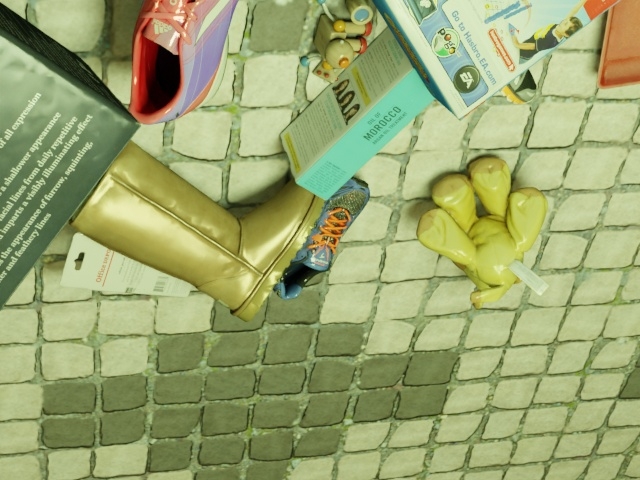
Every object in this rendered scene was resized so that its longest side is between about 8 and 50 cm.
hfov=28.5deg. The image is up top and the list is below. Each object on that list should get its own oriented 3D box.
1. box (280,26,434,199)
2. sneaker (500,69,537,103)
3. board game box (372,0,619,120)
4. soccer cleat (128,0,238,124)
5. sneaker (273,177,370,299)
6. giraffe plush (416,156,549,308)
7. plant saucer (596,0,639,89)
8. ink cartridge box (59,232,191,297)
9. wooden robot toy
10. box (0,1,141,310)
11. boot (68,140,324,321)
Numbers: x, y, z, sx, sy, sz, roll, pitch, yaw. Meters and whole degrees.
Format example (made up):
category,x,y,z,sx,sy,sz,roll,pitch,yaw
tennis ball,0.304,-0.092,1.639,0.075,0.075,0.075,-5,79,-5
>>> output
category,x,y,z,sx,sy,sz,roll,pitch,yaw
box,0.059,-0.170,1.587,0.060,0.100,0.244,28,120,-38
sneaker,0.228,-0.253,1.575,0.083,0.084,0.215,-34,132,9
board game box,0.190,-0.345,1.392,0.302,0.086,0.308,-36,124,0
soccer cleat,-0.143,-0.269,1.367,0.108,0.116,0.318,25,124,12
sneaker,0.000,0.000,1.741,0.083,0.087,0.221,18,125,-31
giraffe plush,0.240,0.007,1.789,0.181,0.210,0.170,-31,168,-3
plant saucer,0.482,-0.325,1.608,0.259,0.048,0.258,-9,135,-8
ink cartridge box,-0.255,0.015,1.695,0.180,0.060,0.104,6,131,-23
wooden robot toy,0.031,-0.242,1.524,0.076,0.079,0.173,0,133,-17
box,-0.449,-0.141,1.324,0.395,0.212,0.293,35,96,-39
boot,-0.149,-0.050,1.628,0.269,0.089,0.236,33,80,-18
